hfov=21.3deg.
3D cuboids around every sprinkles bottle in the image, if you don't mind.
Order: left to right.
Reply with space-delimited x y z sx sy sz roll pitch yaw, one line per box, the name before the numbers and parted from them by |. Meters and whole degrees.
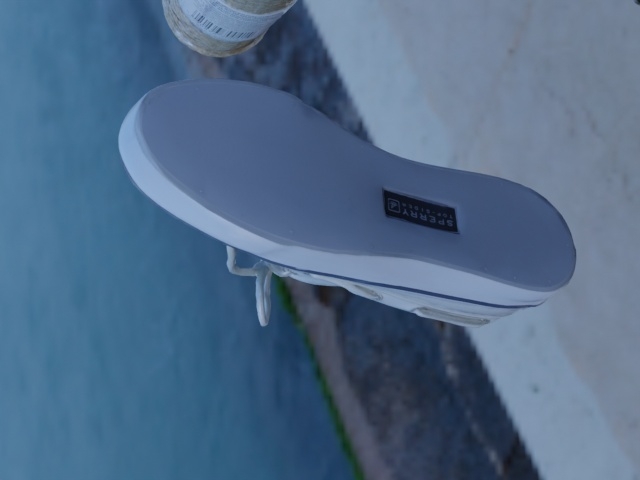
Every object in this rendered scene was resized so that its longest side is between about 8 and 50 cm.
sprinkles bottle | -0.069 -0.262 1.616 0.355 0.121 0.121 163 105 -76

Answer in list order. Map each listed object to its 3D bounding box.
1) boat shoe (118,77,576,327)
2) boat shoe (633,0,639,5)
boat shoe | 0.001 -0.007 1.282 0.156 0.367 0.136 -43 42 48
boat shoe | 0.427 -0.278 1.741 0.078 0.219 0.070 55 -145 -47
